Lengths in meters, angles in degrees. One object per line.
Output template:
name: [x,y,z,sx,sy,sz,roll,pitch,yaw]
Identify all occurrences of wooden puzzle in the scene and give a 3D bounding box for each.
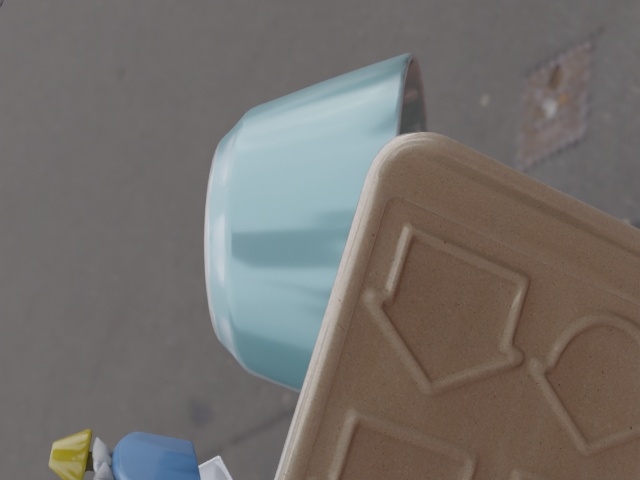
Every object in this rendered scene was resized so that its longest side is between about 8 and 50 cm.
wooden puzzle: [0.106,0.136,1.292,0.080,0.322,0.347,12,80,57]

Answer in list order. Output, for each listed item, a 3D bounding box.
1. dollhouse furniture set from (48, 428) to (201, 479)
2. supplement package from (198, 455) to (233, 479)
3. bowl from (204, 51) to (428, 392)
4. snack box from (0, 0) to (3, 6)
dollhouse furniture set: [-0.197,0.279,1.202,0.303,0.198,0.286,-117,39,-77]
supplement package: [-0.160,0.360,1.741,0.198,0.263,0.199,61,171,17]
bowl: [0.000,0.000,1.577,0.311,0.163,0.311,1,-90,-81]
snack box: [-0.248,-0.172,1.050,0.100,0.141,0.037,3,54,22]
